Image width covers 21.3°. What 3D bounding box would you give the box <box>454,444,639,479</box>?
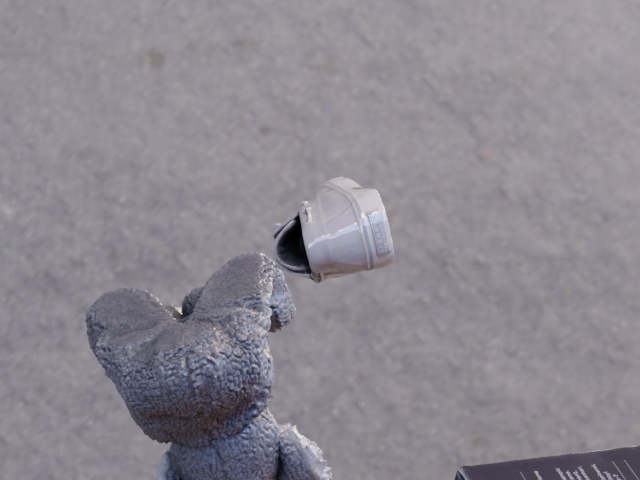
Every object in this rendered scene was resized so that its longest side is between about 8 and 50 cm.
[{"bbox_3d":[0.240,0.335,1.315,0.312,0.343,0.179,-4,38,-22],"label":"box"}]

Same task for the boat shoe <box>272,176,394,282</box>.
[{"bbox_3d":[0.000,0.000,1.087,0.063,0.184,0.066,-13,99,-9],"label":"boat shoe"}]

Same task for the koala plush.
[{"bbox_3d":[-0.100,0.159,1.561,0.203,0.196,0.221,-105,180,-69],"label":"koala plush"}]
